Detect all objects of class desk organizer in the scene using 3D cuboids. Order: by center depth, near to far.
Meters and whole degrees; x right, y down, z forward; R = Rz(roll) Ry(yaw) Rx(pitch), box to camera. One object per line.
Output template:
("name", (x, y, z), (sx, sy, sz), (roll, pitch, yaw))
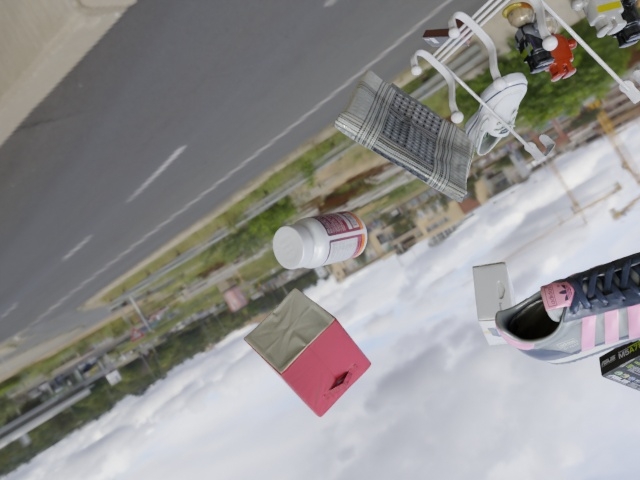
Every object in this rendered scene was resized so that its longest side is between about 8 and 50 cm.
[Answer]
("desk organizer", (0.317, -0.515, 1.685), (0.130, 0.047, 0.050), (21, -94, 53))

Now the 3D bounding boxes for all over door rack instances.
("over door rack", (0.337, -0.262, 1.122), (0.239, 0.324, 0.108), (-36, -154, 55))

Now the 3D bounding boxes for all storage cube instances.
("storage cube", (-0.029, 0.264, 1.624), (0.184, 0.193, 0.215), (-44, -142, -11))

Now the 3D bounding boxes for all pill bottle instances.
("pill bottle", (0.000, 0.000, 1.615), (0.221, 0.121, 0.121), (-12, 166, -46))

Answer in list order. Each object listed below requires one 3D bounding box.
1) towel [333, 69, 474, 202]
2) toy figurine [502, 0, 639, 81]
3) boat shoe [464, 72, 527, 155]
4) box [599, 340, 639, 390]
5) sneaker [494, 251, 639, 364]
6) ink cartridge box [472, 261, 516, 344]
("towel", (0.201, -0.240, 1.473), (0.056, 0.312, 0.324), (-58, -177, 33))
("toy figurine", (0.466, -0.409, 1.256), (0.213, 0.148, 0.210), (-25, 169, 38))
("boat shoe", (0.340, -0.233, 1.285), (0.083, 0.075, 0.226), (-15, 166, -6))
("box", (0.591, 0.198, 1.100), (0.184, 0.191, 0.045), (125, -19, -46))
("sneaker", (0.383, 0.083, 0.937), (0.131, 0.112, 0.319), (20, 138, -27))
("ink cartridge box", (0.460, 0.167, 1.768), (0.093, 0.154, 0.212), (-9, 153, 16))
